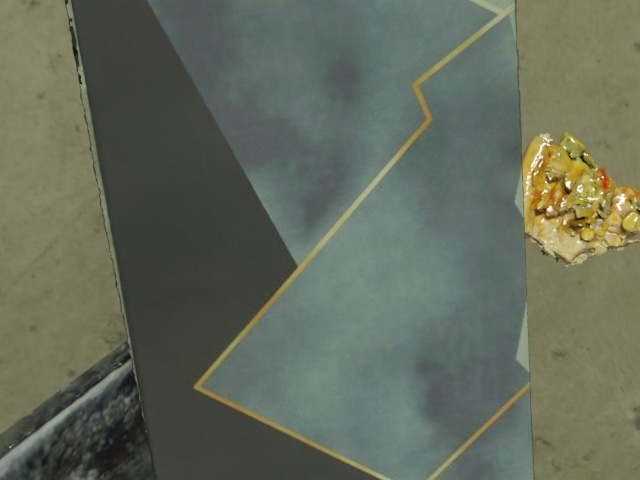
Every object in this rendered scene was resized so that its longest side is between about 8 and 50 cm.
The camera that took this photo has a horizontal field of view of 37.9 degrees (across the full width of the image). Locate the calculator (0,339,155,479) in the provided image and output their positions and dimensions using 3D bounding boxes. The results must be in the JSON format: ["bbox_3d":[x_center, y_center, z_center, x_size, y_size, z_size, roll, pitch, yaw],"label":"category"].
[{"bbox_3d":[-0.052,0.100,0.446,0.021,0.161,0.261,15,38,39],"label":"calculator"}]

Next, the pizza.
[{"bbox_3d":[0.341,-0.038,1.205,0.226,0.069,0.147,34,82,-16],"label":"pizza"}]

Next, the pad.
[{"bbox_3d":[0.000,0.000,0.361,0.163,0.004,0.243,-7,107,-1],"label":"pad"}]
